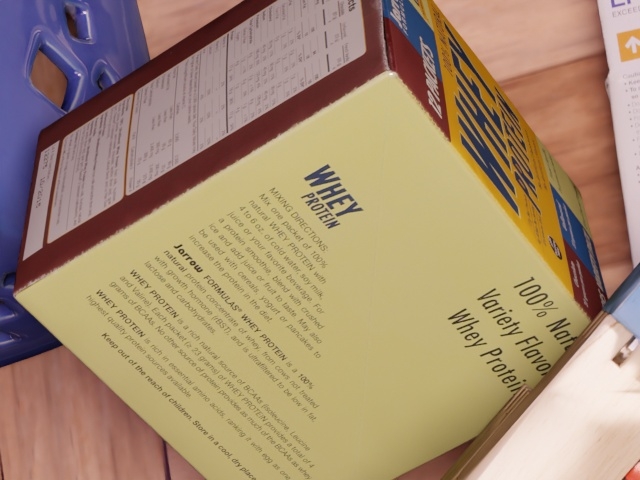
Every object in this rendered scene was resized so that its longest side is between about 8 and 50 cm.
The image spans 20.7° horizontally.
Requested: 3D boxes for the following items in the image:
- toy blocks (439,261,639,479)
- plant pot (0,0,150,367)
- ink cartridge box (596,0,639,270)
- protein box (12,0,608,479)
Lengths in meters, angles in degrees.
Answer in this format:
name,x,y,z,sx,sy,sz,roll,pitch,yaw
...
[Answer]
name,x,y,z,sx,sy,sz,roll,pitch,yaw
toy blocks,0.189,0.168,0.745,0.381,0.191,0.261,41,93,3
plant pot,-0.237,-0.053,0.964,0.236,0.212,0.236,-19,76,23
ink cartridge box,0.252,-0.040,0.824,0.223,0.045,0.224,-10,78,23
protein box,0.000,0.000,0.833,0.201,0.200,0.136,-30,33,19
